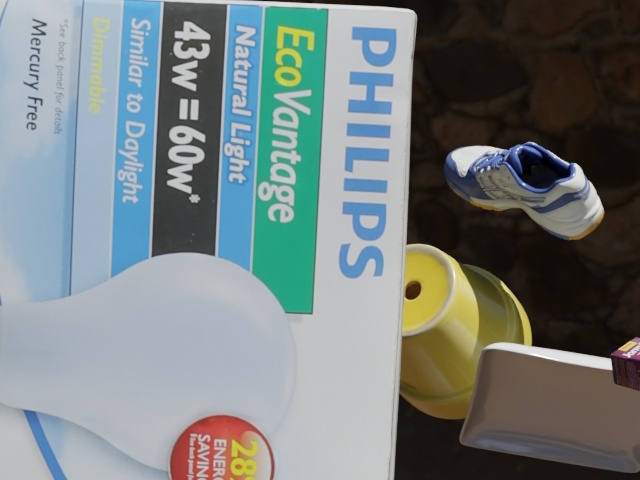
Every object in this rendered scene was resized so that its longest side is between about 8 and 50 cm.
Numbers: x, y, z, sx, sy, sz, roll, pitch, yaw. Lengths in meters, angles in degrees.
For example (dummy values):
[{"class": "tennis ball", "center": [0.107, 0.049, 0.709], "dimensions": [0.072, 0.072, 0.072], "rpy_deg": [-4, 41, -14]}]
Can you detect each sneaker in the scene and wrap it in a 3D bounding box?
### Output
[{"class": "sneaker", "center": [0.303, -0.110, 1.768], "dimensions": [0.296, 0.131, 0.112], "rpy_deg": [23, 64, 42]}]

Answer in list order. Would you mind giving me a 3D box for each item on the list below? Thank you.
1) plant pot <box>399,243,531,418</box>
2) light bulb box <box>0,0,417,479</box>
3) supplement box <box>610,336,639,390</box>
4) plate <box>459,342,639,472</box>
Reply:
[{"class": "plant pot", "center": [0.187, 0.130, 1.857], "dimensions": [0.253, 0.239, 0.254], "rpy_deg": [-14, 56, 22]}, {"class": "light bulb box", "center": [-0.119, 0.016, 0.821], "dimensions": [0.360, 0.358, 0.225], "rpy_deg": [2, 4, 2]}, {"class": "supplement box", "center": [0.395, 0.151, 1.360], "dimensions": [0.055, 0.043, 0.083], "rpy_deg": [-27, 24, -34]}, {"class": "plate", "center": [0.353, 0.235, 1.651], "dimensions": [0.277, 0.278, 0.045], "rpy_deg": [8, 52, 4]}]
